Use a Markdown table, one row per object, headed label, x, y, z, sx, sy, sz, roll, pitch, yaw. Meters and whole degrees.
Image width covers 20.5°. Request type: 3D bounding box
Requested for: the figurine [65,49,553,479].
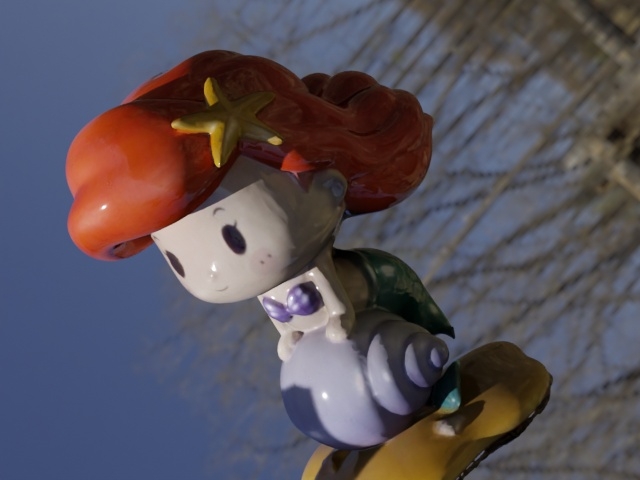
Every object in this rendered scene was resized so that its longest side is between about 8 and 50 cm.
| label | x | y | z | sx | sy | sz | roll | pitch | yaw |
| --- | --- | --- | --- | --- | --- | --- | --- | --- | --- |
| figurine | -0.008 | 0.004 | 0.961 | 0.257 | 0.208 | 0.181 | 57 | 166 | -15 |
